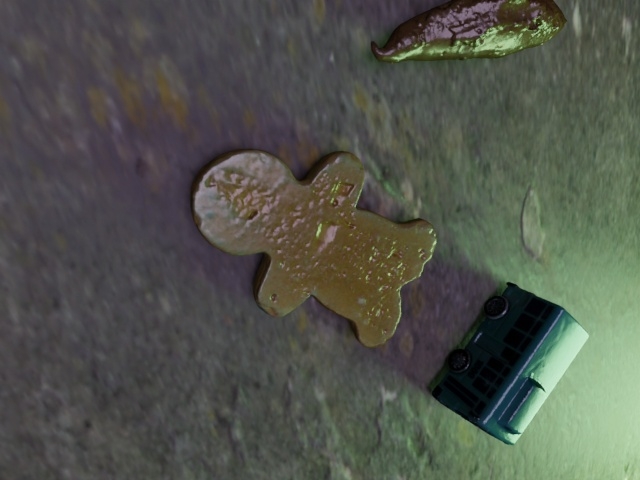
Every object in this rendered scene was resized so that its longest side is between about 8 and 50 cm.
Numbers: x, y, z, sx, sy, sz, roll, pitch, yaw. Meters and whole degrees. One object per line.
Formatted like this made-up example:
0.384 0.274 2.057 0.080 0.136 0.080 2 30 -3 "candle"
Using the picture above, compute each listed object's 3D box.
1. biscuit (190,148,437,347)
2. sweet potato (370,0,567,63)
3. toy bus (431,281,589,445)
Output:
0.000 0.000 0.369 0.234 0.030 0.153 25 93 -28 "biscuit"
0.132 -0.182 0.360 0.205 0.068 0.060 -19 87 -13 "sweet potato"
0.208 0.139 0.470 0.079 0.091 0.160 38 87 -27 "toy bus"
